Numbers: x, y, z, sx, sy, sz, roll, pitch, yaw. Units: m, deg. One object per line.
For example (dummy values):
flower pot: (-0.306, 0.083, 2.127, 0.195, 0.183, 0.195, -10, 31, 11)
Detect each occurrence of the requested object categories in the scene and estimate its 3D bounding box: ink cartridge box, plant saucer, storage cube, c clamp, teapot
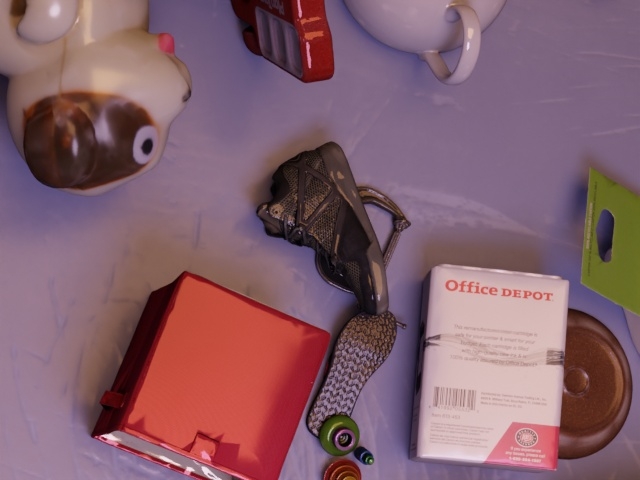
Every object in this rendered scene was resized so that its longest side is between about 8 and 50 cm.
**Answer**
ink cartridge box: (0.207, 0.160, 1.804, 0.172, 0.100, 0.237, 6, 79, -2)
plant saucer: (0.324, 0.184, 1.891, 0.199, 0.036, 0.198, 3, 80, -17)
storage cube: (-0.129, 0.166, 1.668, 0.215, 0.184, 0.193, 25, 73, -12)
ink cartridge box: (0.465, 0.017, 1.886, 0.255, 0.097, 0.188, 26, 57, -24)
c clamp: (0.066, 0.016, 1.845, 0.137, 0.022, 0.160, 20, 75, -7)
teapot: (0.148, -0.361, 1.848, 0.256, 0.187, 0.252, 43, 71, -8)

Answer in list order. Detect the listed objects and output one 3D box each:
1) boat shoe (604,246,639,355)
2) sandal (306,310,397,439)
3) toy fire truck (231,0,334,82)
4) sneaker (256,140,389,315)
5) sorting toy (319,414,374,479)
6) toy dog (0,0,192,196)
boat shoe: (0.437, 0.089, 1.935, 0.063, 0.066, 0.184, -19, 77, -19)
sandal: (0.034, 0.161, 1.804, 0.067, 0.040, 0.179, 29, 88, -6)
toy fire truck: (-0.067, -0.331, 1.730, 0.169, 0.302, 0.254, -13, 111, -19)
sneaker: (0.000, 0.000, 1.782, 0.130, 0.087, 0.227, -20, 77, -11)
sorting toy: (0.034, 0.264, 1.767, 0.061, 0.042, 0.102, -5, 97, -17)
toy dog: (-0.311, -0.242, 1.613, 0.395, 0.284, 0.408, -34, 86, 3)
